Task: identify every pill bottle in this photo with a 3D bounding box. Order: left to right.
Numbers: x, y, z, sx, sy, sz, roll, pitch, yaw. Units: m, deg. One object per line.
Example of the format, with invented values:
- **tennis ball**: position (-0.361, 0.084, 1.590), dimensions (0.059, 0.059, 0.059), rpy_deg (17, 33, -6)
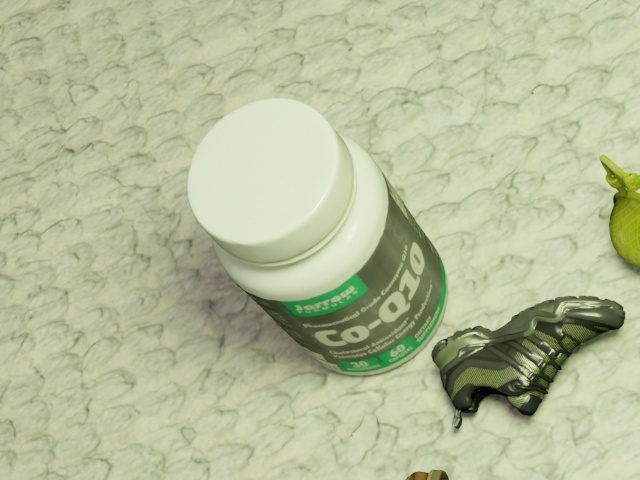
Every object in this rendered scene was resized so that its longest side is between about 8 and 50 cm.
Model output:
- **pill bottle**: position (0.000, 0.000, 1.807), dimensions (0.204, 0.361, 0.204), rpy_deg (-9, 63, 19)

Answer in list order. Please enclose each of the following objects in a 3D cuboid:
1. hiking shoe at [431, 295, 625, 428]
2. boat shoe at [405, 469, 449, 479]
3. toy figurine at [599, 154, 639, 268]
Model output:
- **hiking shoe**: position (0.243, 0.138, 1.816), dimensions (0.227, 0.086, 0.114), rpy_deg (-21, 71, 20)
- **boat shoe**: position (0.068, 0.390, 1.736), dimensions (0.105, 0.110, 0.307), rpy_deg (4, 67, 23)
- **toy figurine**: position (0.392, 0.097, 1.708), dimensions (0.363, 0.191, 0.217), rpy_deg (33, 86, 33)
